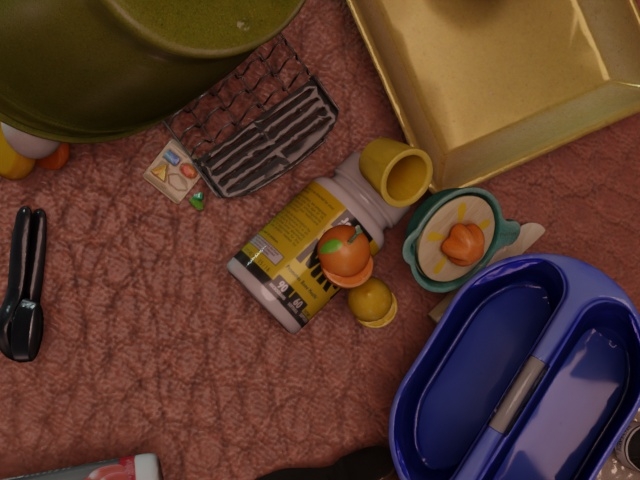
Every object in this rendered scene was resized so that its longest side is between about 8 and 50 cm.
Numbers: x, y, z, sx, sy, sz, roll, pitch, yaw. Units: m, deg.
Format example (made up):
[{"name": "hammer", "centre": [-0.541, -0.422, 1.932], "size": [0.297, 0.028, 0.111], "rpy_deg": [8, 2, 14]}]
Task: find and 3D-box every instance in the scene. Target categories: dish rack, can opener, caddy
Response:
[{"name": "dish rack", "centre": [-0.115, -0.196, 1.430], "size": [0.208, 0.074, 0.272], "rpy_deg": [-36, 90, -5]}, {"name": "can opener", "centre": [-0.347, 0.052, 1.414], "size": [0.073, 0.059, 0.186], "rpy_deg": [0, 78, 19]}, {"name": "caddy", "centre": [0.229, 0.181, 1.386], "size": [0.241, 0.179, 0.341], "rpy_deg": [31, 88, 13]}]

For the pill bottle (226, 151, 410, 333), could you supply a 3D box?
[{"name": "pill bottle", "centre": [0.000, 0.000, 1.422], "size": [0.208, 0.119, 0.119], "rpy_deg": [-45, 94, -5]}]

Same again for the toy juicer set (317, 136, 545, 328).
[{"name": "toy juicer set", "centre": [0.135, 0.028, 1.394], "size": [0.329, 0.089, 0.209], "rpy_deg": [26, 99, -42]}]

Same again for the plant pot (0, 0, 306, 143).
[{"name": "plant pot", "centre": [-0.180, -0.279, 1.158], "size": [0.366, 0.353, 0.367], "rpy_deg": [-2, 94, -29]}]

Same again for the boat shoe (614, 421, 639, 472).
[{"name": "boat shoe", "centre": [0.460, 0.281, 1.469], "size": [0.219, 0.070, 0.078], "rpy_deg": [19, 86, -30]}]

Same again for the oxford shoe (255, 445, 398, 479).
[{"name": "oxford shoe", "centre": [-0.005, 0.317, 1.446], "size": [0.212, 0.076, 0.076], "rpy_deg": [-14, 131, 3]}]

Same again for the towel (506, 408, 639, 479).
[{"name": "towel", "centre": [0.321, 0.295, 1.495], "size": [0.187, 0.049, 0.282], "rpy_deg": [21, 85, -7]}]

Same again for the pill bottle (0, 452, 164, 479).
[{"name": "pill bottle", "centre": [-0.327, 0.353, 1.347], "size": [0.318, 0.176, 0.176], "rpy_deg": [-10, 90, -7]}]

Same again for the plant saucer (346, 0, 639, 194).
[{"name": "plant saucer", "centre": [0.214, -0.261, 1.473], "size": [0.332, 0.081, 0.333], "rpy_deg": [-24, 92, -8]}]

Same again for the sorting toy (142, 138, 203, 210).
[{"name": "sorting toy", "centre": [-0.166, -0.076, 1.456], "size": [0.083, 0.012, 0.062], "rpy_deg": [39, 85, -5]}]

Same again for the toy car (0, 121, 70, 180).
[{"name": "toy car", "centre": [-0.340, -0.164, 1.384], "size": [0.136, 0.159, 0.182], "rpy_deg": [-14, 92, -43]}]
